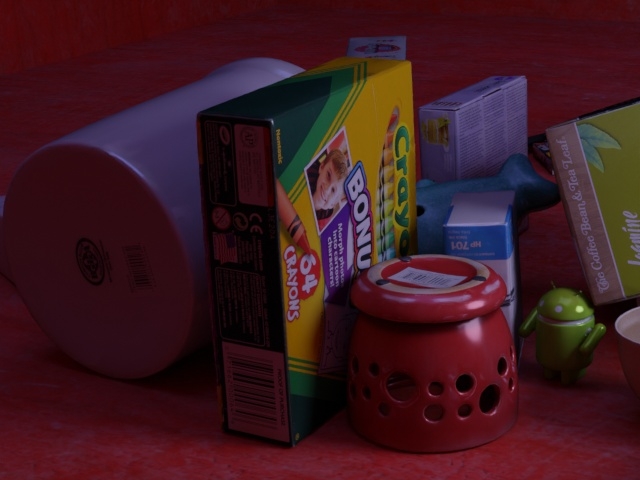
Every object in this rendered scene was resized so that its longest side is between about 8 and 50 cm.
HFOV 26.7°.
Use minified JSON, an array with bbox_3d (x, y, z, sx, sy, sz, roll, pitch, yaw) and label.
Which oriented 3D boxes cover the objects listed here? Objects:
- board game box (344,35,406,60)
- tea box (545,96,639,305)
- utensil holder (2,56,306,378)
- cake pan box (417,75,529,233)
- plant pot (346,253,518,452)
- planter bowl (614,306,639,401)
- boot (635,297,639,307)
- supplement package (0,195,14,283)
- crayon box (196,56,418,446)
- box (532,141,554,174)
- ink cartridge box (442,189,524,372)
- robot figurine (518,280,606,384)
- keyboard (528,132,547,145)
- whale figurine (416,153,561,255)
[{"bbox_3d":[0.085,-0.139,2.031,0.097,0.303,0.224,-1,18,5],"label":"board game box"},{"bbox_3d":[0.456,-0.081,1.639,0.323,0.220,0.329,-15,2,12],"label":"tea box"},{"bbox_3d":[-0.166,-0.034,1.734,0.327,0.327,0.385,9,24,33],"label":"utensil holder"},{"bbox_3d":[0.235,-0.104,1.997,0.070,0.246,0.267,9,22,30],"label":"cake pan box"},{"bbox_3d":[0.122,0.114,1.471,0.191,0.174,0.191,-1,16,0],"label":"plant pot"},{"bbox_3d":[0.397,0.140,1.438,0.162,0.109,0.162,-4,15,1],"label":"planter bowl"},{"bbox_3d":[0.457,0.063,1.761,0.190,0.069,0.086,-10,8,-36],"label":"boot"},{"bbox_3d":[-0.427,-0.002,2.014,0.105,0.105,0.179,-12,20,-27],"label":"supplement package"},{"bbox_3d":[0.000,0.000,1.526,0.106,0.363,0.313,8,21,30],"label":"crayon box"},{"bbox_3d":[0.449,-0.153,2.458,0.094,0.027,0.137,-6,19,-5],"label":"box"},{"bbox_3d":[0.198,0.049,1.620,0.082,0.191,0.139,0,18,12],"label":"ink cartridge box"},{"bbox_3d":[0.282,0.106,1.554,0.067,0.115,0.101,-18,24,-39],"label":"robot figurine"},{"bbox_3d":[0.430,-0.187,2.581,0.192,0.038,0.100,-16,-1,-32],"label":"keyboard"},{"bbox_3d":[0.185,-0.028,1.789,0.272,0.141,0.216,-35,50,-5],"label":"whale figurine"}]
